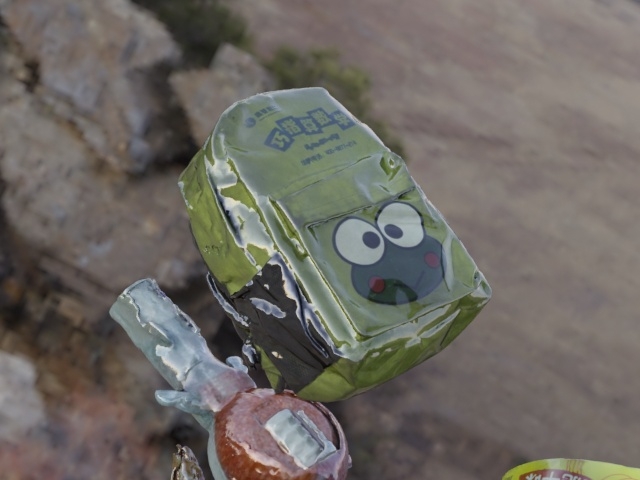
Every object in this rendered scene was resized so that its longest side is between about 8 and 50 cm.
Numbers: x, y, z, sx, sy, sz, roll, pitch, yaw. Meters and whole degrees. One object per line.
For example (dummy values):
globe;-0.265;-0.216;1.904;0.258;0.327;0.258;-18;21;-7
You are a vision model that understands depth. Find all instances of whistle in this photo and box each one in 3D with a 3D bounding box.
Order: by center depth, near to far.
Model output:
whistle;-0.085;0.177;1.801;0.142;0.134;0.346;-36;74;-24

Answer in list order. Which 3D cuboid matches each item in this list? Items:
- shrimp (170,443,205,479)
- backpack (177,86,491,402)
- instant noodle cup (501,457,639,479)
shrimp;-0.097;0.332;1.620;0.062;0.294;0.154;-13;-7;-30
backpack;0.000;0.000;1.401;0.207;0.140;0.253;-23;74;-42
instant noodle cup;0.243;0.337;1.523;0.311;0.221;0.311;14;-26;7
